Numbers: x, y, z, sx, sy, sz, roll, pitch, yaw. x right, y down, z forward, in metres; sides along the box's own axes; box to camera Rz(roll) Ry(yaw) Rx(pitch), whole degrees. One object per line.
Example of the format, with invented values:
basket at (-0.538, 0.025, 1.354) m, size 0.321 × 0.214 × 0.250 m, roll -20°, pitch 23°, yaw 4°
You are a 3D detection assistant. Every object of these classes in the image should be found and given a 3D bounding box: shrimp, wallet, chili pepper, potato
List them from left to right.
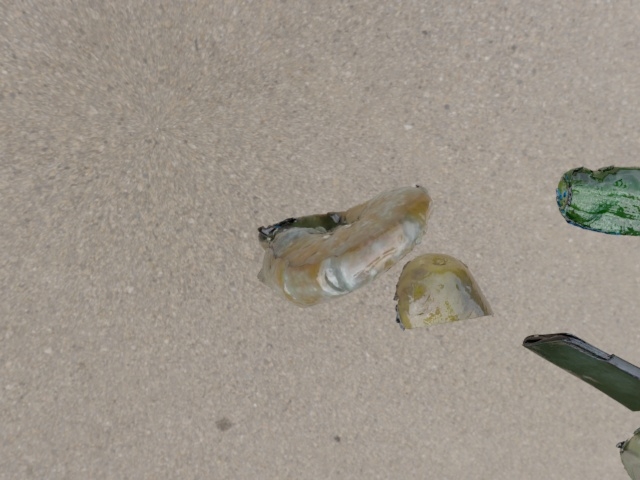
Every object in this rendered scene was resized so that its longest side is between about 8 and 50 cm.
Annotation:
shrimp at (0.000, 0.000, 0.673) m, size 0.221 × 0.446 × 0.109 m, roll -39°, pitch 103°, yaw -18°
potato at (0.243, 0.087, 0.878) m, size 0.243 × 0.098 × 0.138 m, roll 1°, pitch 77°, yaw -45°
wallet at (0.633, 0.292, 1.054) m, size 0.318 × 0.172 × 0.045 m, roll 29°, pitch 69°, yaw 0°
chili pepper at (0.408, -0.054, 0.562) m, size 0.225 × 0.061 × 0.097 m, roll -2°, pitch 99°, yaw 17°

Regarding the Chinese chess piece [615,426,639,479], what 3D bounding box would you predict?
Chinese chess piece at (0.559, 0.387, 0.693) m, size 0.092 × 0.237 × 0.237 m, roll -32°, pitch 111°, yaw 3°
